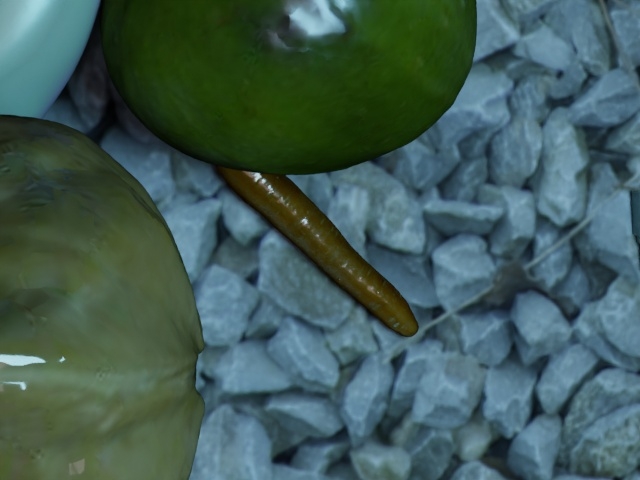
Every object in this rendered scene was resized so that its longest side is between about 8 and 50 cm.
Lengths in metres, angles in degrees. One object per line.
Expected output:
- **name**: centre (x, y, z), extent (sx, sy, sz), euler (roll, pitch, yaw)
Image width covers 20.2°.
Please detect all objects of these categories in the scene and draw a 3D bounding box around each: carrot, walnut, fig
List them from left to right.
- **walnut**: centre (-0.264, 0.082, 1.247), extent (0.383, 0.383, 0.384), euler (-1, 93, -15)
- **fig**: centre (-0.007, -0.181, 1.444), extent (0.316, 0.316, 0.316), euler (-1, 93, -15)
- **carrot**: centre (0.000, 0.000, 1.573), extent (0.248, 0.043, 0.043), euler (44, 82, -15)

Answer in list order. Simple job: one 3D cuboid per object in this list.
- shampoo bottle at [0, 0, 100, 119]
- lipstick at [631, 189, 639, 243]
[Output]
- **shampoo bottle**: centre (-0.287, -0.155, 1.416), extent (0.221, 0.151, 0.350), euler (16, 98, 20)
- **lipstick**: centre (0.306, 0.006, 1.664), extent (0.025, 0.025, 0.107), euler (-7, 101, -14)
